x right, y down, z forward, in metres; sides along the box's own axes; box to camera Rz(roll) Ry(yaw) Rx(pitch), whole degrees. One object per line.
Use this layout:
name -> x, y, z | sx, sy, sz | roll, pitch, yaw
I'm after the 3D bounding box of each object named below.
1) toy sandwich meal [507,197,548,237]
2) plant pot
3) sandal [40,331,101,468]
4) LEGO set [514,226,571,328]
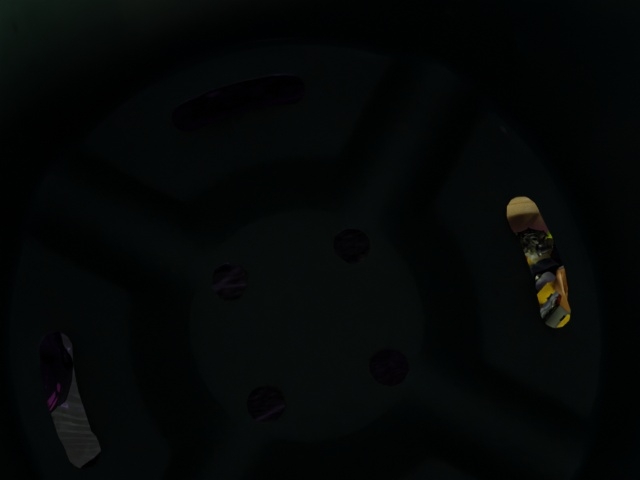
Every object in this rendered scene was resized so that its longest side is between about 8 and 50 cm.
toy sandwich meal -> 0.088, -0.011, 0.997 | 0.085, 0.029, 0.085 | -16, 158, -6
plant pot -> 0.000, 0.000, 0.568 | 0.341, 0.341, 0.334 | -13, 169, -4
sandal -> -0.223, 0.055, 0.729 | 0.445, 0.168, 0.107 | 8, -166, -45
LEGO set -> 0.181, 0.052, 1.064 | 0.331, 0.192, 0.255 | -26, 137, -26
